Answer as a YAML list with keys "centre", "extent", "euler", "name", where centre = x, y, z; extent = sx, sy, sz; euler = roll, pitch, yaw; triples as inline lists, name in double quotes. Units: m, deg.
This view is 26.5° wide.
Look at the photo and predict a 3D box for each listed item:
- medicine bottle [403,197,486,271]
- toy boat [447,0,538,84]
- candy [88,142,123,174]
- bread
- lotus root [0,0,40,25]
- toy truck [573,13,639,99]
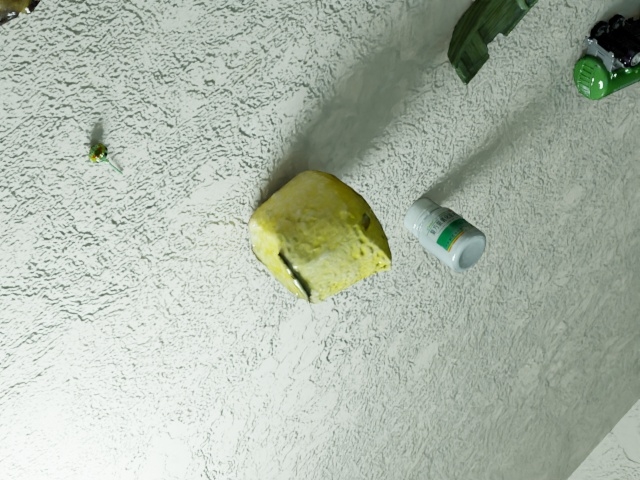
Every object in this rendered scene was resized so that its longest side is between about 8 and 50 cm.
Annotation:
- centre: [0.207, -0.012, 2.272]
  extent: [0.080, 0.130, 0.080]
  euler: [-31, 142, -28]
  name: "medicine bottle"
- centre: [0.295, -0.371, 2.106]
  extent: [0.293, 0.055, 0.093]
  euler: [-48, 145, -3]
  name: "toy boat"
- centre: [-0.272, -0.102, 1.745]
  extent: [0.083, 0.023, 0.025]
  euler: [41, 48, -63]
  name: "candy"
- centre: [0.002, -0.003, 1.998]
  extent: [0.170, 0.197, 0.197]
  euler: [-36, 143, -12]
  name: "bread"
- centre: [-0.363, -0.294, 1.365]
  extent: [0.260, 0.128, 0.145]
  euler: [26, 91, -56]
  name: "lotus root"
- centre: [0.556, -0.334, 2.401]
  extent: [0.243, 0.101, 0.125]
  euler: [-26, 143, -28]
  name: "toy truck"
